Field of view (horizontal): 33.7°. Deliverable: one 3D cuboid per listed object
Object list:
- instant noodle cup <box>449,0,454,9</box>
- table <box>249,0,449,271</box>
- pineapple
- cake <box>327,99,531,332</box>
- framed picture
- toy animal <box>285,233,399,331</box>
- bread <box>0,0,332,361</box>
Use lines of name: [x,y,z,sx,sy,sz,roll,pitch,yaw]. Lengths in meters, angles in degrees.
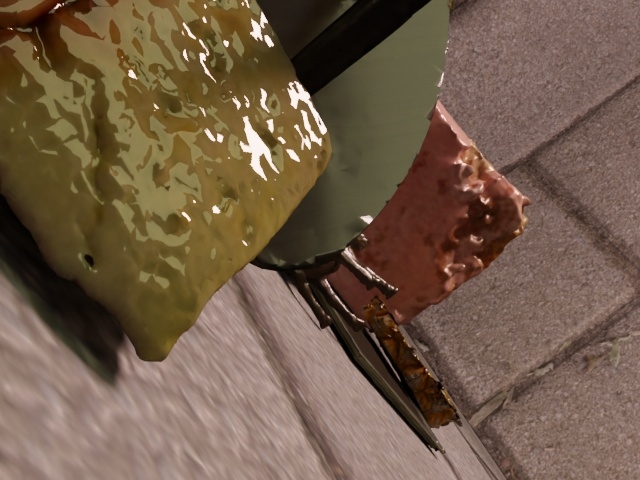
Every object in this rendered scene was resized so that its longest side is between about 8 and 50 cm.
instant noodle cup: [-0.054,-0.176,0.799,0.200,0.264,0.264,47,1,14]
table: [0.004,-0.177,0.494,0.317,0.317,0.249,55,-36,10]
pineapple: [0.113,0.163,1.369,0.221,0.047,0.221,56,-1,2]
cake: [0.107,-0.066,1.561,0.307,0.314,0.293,55,4,-18]
framed picture: [0.051,0.127,1.216,0.252,0.014,0.197,52,3,-46]
toy animal: [0.000,0.000,1.087,0.186,0.094,0.214,46,8,19]
bread: [-0.127,-0.070,0.383,0.240,0.135,0.178,54,36,-14]
